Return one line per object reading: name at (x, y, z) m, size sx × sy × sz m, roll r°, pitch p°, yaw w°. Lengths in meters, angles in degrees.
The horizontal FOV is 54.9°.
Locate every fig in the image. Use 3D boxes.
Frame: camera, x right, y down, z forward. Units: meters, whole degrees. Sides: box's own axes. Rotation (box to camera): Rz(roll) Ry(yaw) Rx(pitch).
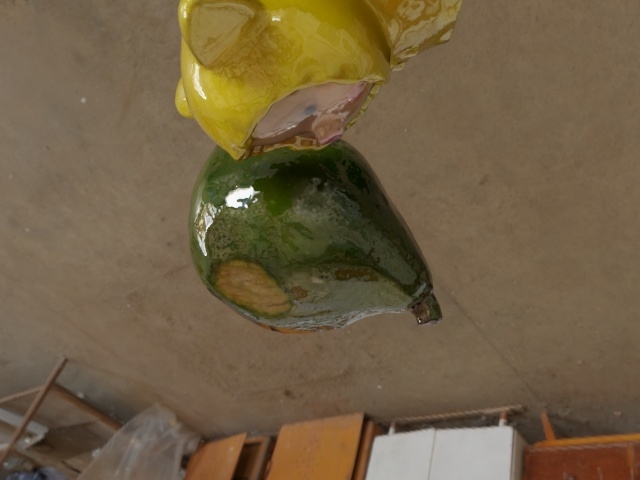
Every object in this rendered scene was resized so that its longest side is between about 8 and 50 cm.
fig at (0.000, 0.000, 0.555) m, size 0.244 × 0.195 × 0.195 m, roll 19°, pitch 140°, yaw 9°

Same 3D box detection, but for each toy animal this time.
toy animal at (0.007, -0.151, 0.398) m, size 0.156 × 0.229 × 0.156 m, roll 45°, pitch 163°, yaw 17°
